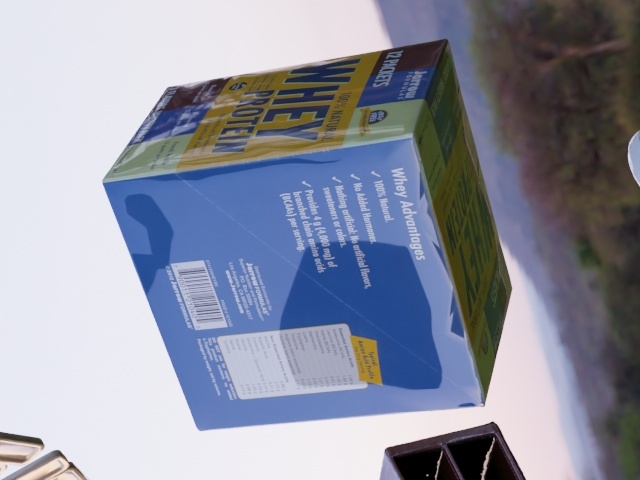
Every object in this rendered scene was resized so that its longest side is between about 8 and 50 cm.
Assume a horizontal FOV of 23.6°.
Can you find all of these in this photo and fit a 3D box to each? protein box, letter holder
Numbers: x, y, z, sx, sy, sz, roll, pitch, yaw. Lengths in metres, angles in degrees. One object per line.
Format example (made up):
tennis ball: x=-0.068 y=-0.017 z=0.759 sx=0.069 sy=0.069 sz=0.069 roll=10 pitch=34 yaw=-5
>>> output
protein box: x=0.000 y=0.000 z=0.995 sx=0.136 sy=0.201 sz=0.200 roll=-68 pitch=-35 yaw=-56
letter holder: x=0.168 y=0.412 z=1.882 sx=0.302 sy=0.152 sz=0.214 roll=97 pitch=155 yaw=-43

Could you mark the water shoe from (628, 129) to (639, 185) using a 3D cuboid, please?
water shoe: x=0.253 y=-0.033 z=0.831 sx=0.203 sy=0.073 sz=0.080 roll=41 pitch=133 yaw=44

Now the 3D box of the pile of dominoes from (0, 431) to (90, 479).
pile of dominoes: x=-0.322 y=0.227 z=1.253 sx=0.040 sy=0.251 sz=0.196 roll=58 pitch=174 yaw=30
